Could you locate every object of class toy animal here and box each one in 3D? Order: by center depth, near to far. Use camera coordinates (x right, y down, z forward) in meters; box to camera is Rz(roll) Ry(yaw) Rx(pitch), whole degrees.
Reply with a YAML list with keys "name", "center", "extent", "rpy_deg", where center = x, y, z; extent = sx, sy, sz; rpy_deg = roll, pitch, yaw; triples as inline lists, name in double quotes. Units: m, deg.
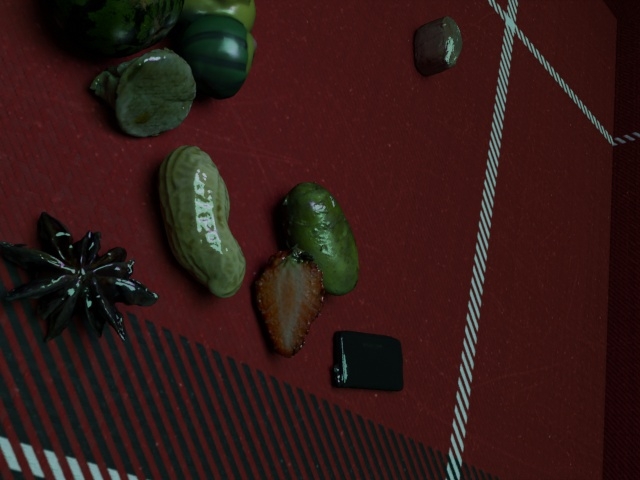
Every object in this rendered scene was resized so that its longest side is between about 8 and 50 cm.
- name: "toy animal"
  center: [-0.239, -0.475, 1.442]
  extent: [0.191, 0.216, 0.338]
  rpy_deg: [4, 74, -15]

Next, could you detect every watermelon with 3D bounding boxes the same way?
- name: "watermelon"
  center: [-0.394, -0.483, 1.254]
  extent: [0.269, 0.269, 0.269]
  rpy_deg: [13, 71, -41]

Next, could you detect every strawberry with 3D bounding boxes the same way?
- name: "strawberry"
  center: [-0.064, 0.129, 1.502]
  extent: [0.236, 0.175, 0.106]
  rpy_deg: [-64, 164, 11]

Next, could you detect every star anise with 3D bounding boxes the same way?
- name: "star anise"
  center: [-0.432, 0.070, 1.170]
  extent: [0.282, 0.129, 0.212]
  rpy_deg: [23, 58, -28]

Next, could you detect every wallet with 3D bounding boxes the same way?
- name: "wallet"
  center: [0.123, 0.309, 1.688]
  extent: [0.250, 0.044, 0.149]
  rpy_deg: [16, 65, -40]

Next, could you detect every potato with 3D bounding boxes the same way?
- name: "potato"
  center: [0.000, 0.000, 1.587]
  extent: [0.176, 0.141, 0.298]
  rpy_deg: [-33, 111, -39]

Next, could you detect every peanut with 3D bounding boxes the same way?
- name: "peanut"
  center: [-0.244, -0.036, 1.362]
  extent: [0.153, 0.140, 0.325]
  rpy_deg: [-31, 104, -60]

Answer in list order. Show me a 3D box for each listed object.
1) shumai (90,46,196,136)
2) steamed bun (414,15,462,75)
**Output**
- name: "shumai"
  center: [-0.360, -0.309, 1.337]
  extent: [0.201, 0.201, 0.120]
  rpy_deg: [-14, 48, -45]
- name: "steamed bun"
  center: [0.380, -0.617, 2.097]
  extent: [0.106, 0.144, 0.175]
  rpy_deg: [18, 72, -41]
